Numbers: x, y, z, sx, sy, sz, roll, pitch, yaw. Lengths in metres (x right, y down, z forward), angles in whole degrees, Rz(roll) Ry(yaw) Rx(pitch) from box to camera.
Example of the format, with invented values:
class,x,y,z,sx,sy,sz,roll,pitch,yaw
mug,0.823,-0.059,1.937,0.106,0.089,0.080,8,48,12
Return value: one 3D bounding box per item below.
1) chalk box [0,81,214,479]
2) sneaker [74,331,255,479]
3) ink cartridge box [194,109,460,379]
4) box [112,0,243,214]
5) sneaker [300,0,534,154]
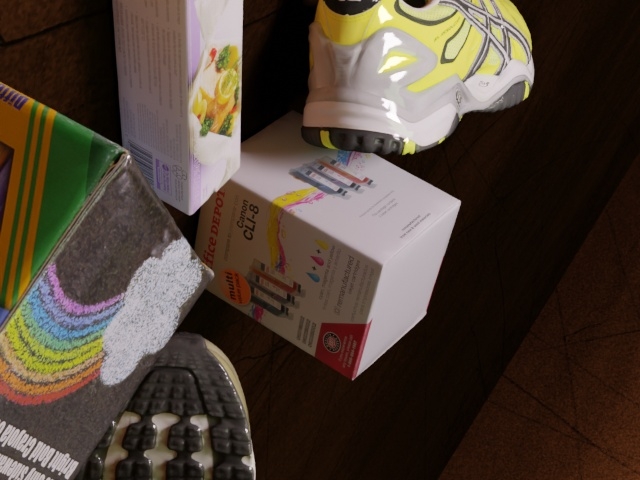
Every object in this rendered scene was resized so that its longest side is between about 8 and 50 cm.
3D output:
class,x,y,z,sx,sy,sz,roll,pitch,yaw
chalk box,-0.220,0.065,0.694,0.289,0.179,0.180,-56,161,-12
sneaker,-0.132,0.203,1.251,0.182,0.158,0.410,-86,-177,-46
ink cartridge box,0.000,0.000,1.161,0.127,0.176,0.128,-37,149,-45
box,-0.090,-0.151,0.886,0.063,0.067,0.324,-48,157,-34
sneaker,0.103,-0.187,1.222,0.384,0.145,0.147,-42,136,-62
